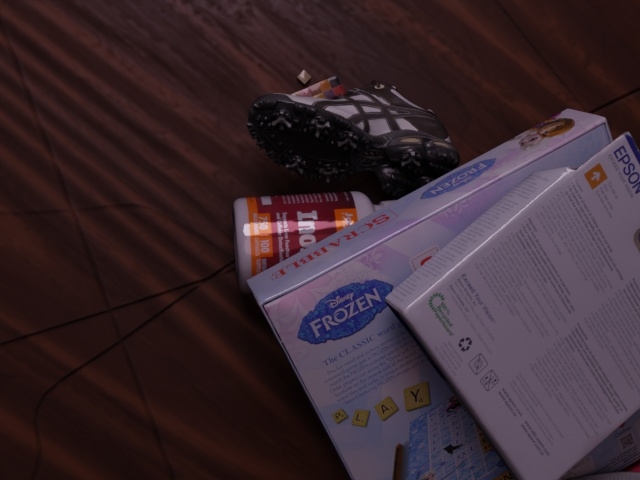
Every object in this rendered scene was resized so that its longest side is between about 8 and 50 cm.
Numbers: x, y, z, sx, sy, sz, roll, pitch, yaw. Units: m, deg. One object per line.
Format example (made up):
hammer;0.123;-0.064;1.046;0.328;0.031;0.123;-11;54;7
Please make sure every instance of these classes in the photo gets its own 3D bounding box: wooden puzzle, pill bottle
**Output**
wooden puzzle;0.003;-0.121;0.840;0.049;0.006;0.083;-24;93;-7
pill bottle;0.000;0.000;0.799;0.152;0.086;0.086;-4;90;-7

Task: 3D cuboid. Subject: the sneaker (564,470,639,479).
sneaker;0.195;0.316;0.758;0.292;0.108;0.169;-17;110;-20

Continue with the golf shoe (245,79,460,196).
golf shoe;0.026;-0.101;0.802;0.198;0.077;0.094;15;48;-23

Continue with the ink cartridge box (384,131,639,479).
ink cartridge box;0.197;0.060;0.726;0.224;0.045;0.223;-38;113;-5

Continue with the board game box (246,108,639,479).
board game box;0.146;0.099;0.784;0.318;0.066;0.318;-27;111;-7

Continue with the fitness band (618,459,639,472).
fitness band;0.298;0.328;0.856;0.291;0.054;0.209;-40;97;-5
